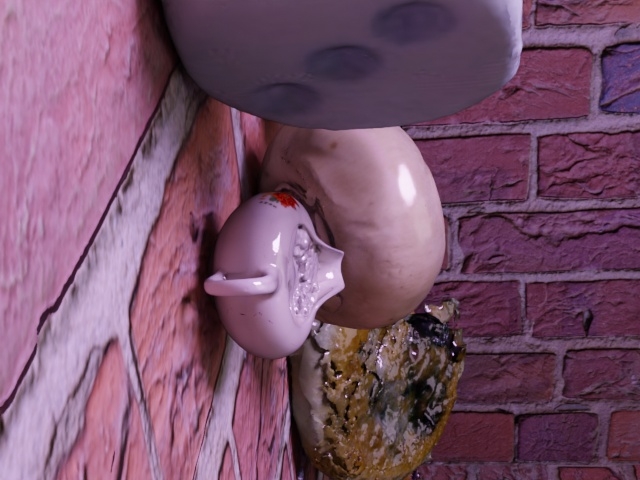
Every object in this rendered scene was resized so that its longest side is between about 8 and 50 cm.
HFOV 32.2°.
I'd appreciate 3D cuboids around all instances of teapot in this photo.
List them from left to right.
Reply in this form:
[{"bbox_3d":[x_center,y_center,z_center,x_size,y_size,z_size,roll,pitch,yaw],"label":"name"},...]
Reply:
[{"bbox_3d":[-0.048,0.031,0.951,0.226,0.092,0.145,-20,106,-73],"label":"teapot"}]

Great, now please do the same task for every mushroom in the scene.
[{"bbox_3d":[0.014,-0.016,1.139,0.246,0.202,0.246,32,-47,43],"label":"mushroom"}]

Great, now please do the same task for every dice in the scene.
[{"bbox_3d":[0.022,-0.255,0.880,0.262,0.268,0.265,69,21,-70],"label":"dice"}]

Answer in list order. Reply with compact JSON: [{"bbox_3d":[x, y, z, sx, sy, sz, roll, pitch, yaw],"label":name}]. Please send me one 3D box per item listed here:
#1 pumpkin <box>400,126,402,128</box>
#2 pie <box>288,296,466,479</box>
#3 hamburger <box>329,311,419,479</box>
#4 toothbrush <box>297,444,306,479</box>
[{"bbox_3d":[0.045,-0.164,1.605,0.202,0.140,0.202,-172,-90,-84],"label":"pumpkin"},{"bbox_3d":[0.079,0.189,1.492,0.371,0.078,0.296,26,79,-49],"label":"pie"},{"bbox_3d":[0.071,0.214,1.663,0.282,0.155,0.245,-72,156,-50],"label":"hamburger"},{"bbox_3d":[-0.020,0.274,1.485,0.131,0.011,0.013,-80,-172,-60],"label":"toothbrush"}]
